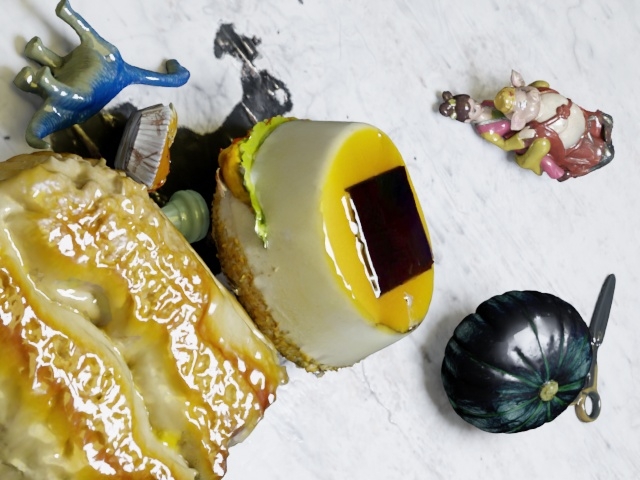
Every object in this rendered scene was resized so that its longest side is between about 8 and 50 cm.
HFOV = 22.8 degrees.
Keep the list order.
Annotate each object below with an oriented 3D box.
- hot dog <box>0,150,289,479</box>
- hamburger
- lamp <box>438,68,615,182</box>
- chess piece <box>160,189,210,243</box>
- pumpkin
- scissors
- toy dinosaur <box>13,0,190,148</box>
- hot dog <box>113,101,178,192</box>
[{"bbox_3d":[-0.251,0.105,1.522,0.367,0.196,0.365,-53,123,-34],"label":"hot dog"},{"bbox_3d":[0.000,0.000,1.755,0.276,0.179,0.294,-31,104,-58],"label":"hamburger"},{"bbox_3d":[0.276,-0.158,2.080,0.253,0.118,0.118,23,66,-36],"label":"lamp"},{"bbox_3d":[-0.193,-0.017,1.689,0.149,0.059,0.059,-11,87,-37],"label":"chess piece"},{"bbox_3d":[0.241,0.148,1.942,0.194,0.194,0.150,-24,58,-41],"label":"pumpkin"},{"bbox_3d":[0.371,0.138,2.156,0.088,0.017,0.220,38,58,-27],"label":"scissors"},{"bbox_3d":[-0.225,-0.145,1.666,0.188,0.075,0.248,32,39,-27],"label":"toy dinosaur"},{"bbox_3d":[-0.178,-0.097,1.638,0.053,0.192,0.099,14,88,-14],"label":"hot dog"}]
